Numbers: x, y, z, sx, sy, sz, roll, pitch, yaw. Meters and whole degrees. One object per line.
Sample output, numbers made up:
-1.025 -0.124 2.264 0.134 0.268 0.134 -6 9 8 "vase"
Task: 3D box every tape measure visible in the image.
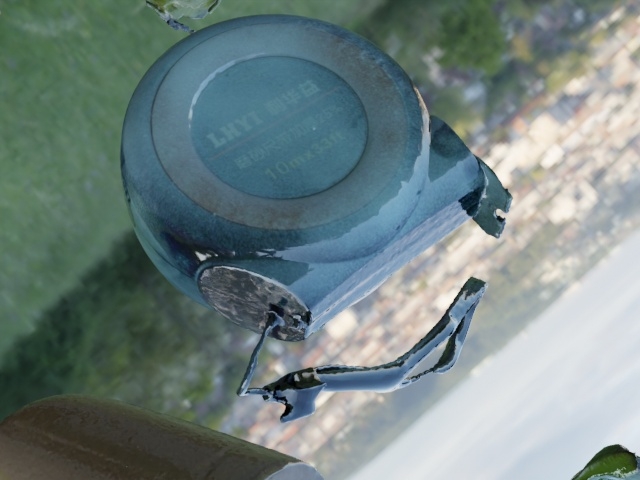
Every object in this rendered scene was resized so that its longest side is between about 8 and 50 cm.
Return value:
-0.003 0.003 0.433 0.104 0.107 0.180 -40 157 -7 "tape measure"

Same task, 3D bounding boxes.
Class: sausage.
-0.125 0.188 0.913 0.123 0.252 0.123 -18 113 -48 "sausage"

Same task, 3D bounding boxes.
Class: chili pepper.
0.253 0.252 1.180 0.050 0.051 0.202 -77 -171 -51 "chili pepper"

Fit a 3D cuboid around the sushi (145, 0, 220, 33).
-0.181 -0.343 1.309 0.139 0.291 0.131 -51 138 12 "sushi"
